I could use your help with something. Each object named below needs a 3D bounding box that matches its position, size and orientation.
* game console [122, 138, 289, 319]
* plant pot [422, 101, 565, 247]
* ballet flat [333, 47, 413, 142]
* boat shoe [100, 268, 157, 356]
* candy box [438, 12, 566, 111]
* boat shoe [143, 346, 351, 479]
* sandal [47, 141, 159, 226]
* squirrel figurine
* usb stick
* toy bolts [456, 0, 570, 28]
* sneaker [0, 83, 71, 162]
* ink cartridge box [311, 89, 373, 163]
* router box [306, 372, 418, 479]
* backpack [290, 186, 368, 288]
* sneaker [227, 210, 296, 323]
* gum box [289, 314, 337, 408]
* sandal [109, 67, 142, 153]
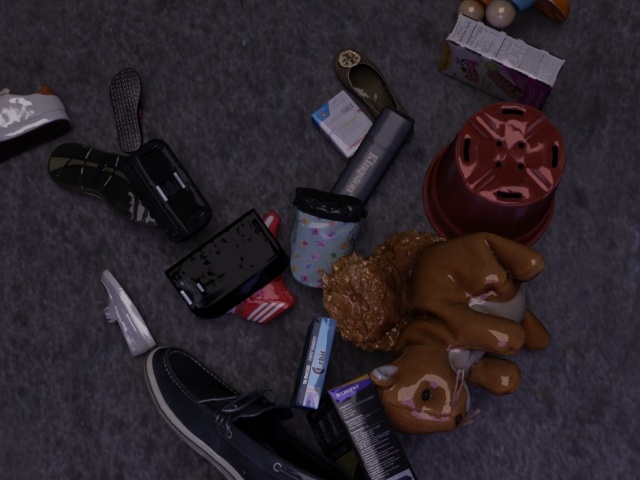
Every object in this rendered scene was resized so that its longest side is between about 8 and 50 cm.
[{"bbox_3d":[-0.239,-0.039,1.901,0.213,0.044,0.361,-35,87,1],"label":"game console"},{"bbox_3d":[0.342,-0.125,1.891,0.272,0.265,0.272,0,76,1],"label":"plant pot"},{"bbox_3d":[0.112,-0.305,2.044,0.084,0.058,0.250,-31,78,-7],"label":"ballet flat"},{"bbox_3d":[-0.392,0.145,1.942,0.063,0.066,0.184,-32,88,-8],"label":"boat shoe"},{"bbox_3d":[0.364,-0.355,2.002,0.233,0.159,0.071,27,78,8],"label":"candy box"},{"bbox_3d":[-0.130,0.340,1.777,0.500,0.186,0.156,40,108,29],"label":"boat shoe"},{"bbox_3d":[-0.414,-0.119,1.998,0.302,0.086,0.120,25,83,22],"label":"sandal"},{"bbox_3d":[0.184,0.168,1.803,0.397,0.281,0.370,28,63,25],"label":"squirrel figurine"},{"bbox_3d":[0.090,-0.141,1.979,0.077,0.045,0.278,32,93,-5],"label":"usb stick"},{"bbox_3d":[0.397,-0.479,2.013,0.218,0.228,0.158,37,92,-5],"label":"toy bolts"},{"bbox_3d":[-0.669,-0.234,2.021,0.290,0.106,0.123,-23,73,-16],"label":"sneaker"},{"bbox_3d":[0.053,-0.232,2.030,0.088,0.052,0.122,-38,78,-8],"label":"ink cartridge box"},{"bbox_3d":[0.075,0.384,1.745,0.081,0.309,0.243,-23,77,-14],"label":"router box"},{"bbox_3d":[0.000,0.000,1.917,0.151,0.115,0.182,14,111,6],"label":"backpack"},{"bbox_3d":[-0.095,0.062,1.955,0.128,0.087,0.221,23,90,-2],"label":"sneaker"},{"bbox_3d":[-0.014,0.224,1.763,0.041,0.184,0.157,13,77,-3],"label":"gum box"},{"bbox_3d":[-0.401,-0.270,2.057,0.067,0.040,0.179,-3,91,5],"label":"sandal"}]
